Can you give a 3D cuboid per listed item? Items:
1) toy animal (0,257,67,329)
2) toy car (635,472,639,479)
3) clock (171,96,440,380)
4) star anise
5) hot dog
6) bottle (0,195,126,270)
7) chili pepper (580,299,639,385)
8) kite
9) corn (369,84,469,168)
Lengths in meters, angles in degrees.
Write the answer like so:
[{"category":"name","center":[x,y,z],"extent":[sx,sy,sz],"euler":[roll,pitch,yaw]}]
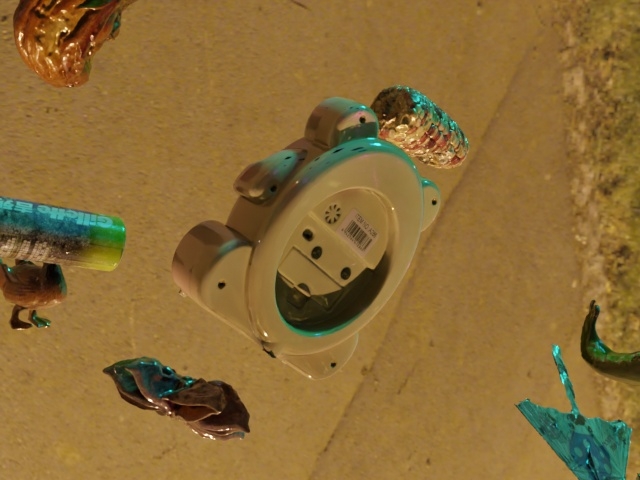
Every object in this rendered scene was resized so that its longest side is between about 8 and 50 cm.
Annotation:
[{"category":"toy animal","center":[-0.527,0.063,1.408],"extent":[0.089,0.188,0.179],"euler":[-10,114,-64]},{"category":"toy car","center":[0.559,0.438,1.279],"extent":[0.143,0.073,0.054],"euler":[-64,160,-67]},{"category":"clock","center":[0.000,0.000,0.985],"extent":[0.309,0.114,0.284],"euler":[-54,130,-6]},{"category":"star anise","center":[-0.181,0.215,1.063],"extent":[0.197,0.212,0.073],"euler":[75,36,-65]},{"category":"hot dog","center":[-0.342,-0.317,1.114],"extent":[0.122,0.272,0.196],"euler":[35,97,-16]},{"category":"bottle","center":[-0.467,-0.018,1.193],"extent":[0.330,0.093,0.093],"euler":[11,93,-36]},{"category":"chili pepper","center":[0.365,0.068,0.580],"extent":[0.076,0.359,0.084],"euler":[3,79,-56]},{"category":"kite","center":[0.432,0.306,1.303],"extent":[0.335,0.011,0.314],"euler":[20,44,-36]},{"category":"corn","center":[0.172,-0.176,1.298],"extent":[0.290,0.098,0.098],"euler":[19,87,-60]}]
